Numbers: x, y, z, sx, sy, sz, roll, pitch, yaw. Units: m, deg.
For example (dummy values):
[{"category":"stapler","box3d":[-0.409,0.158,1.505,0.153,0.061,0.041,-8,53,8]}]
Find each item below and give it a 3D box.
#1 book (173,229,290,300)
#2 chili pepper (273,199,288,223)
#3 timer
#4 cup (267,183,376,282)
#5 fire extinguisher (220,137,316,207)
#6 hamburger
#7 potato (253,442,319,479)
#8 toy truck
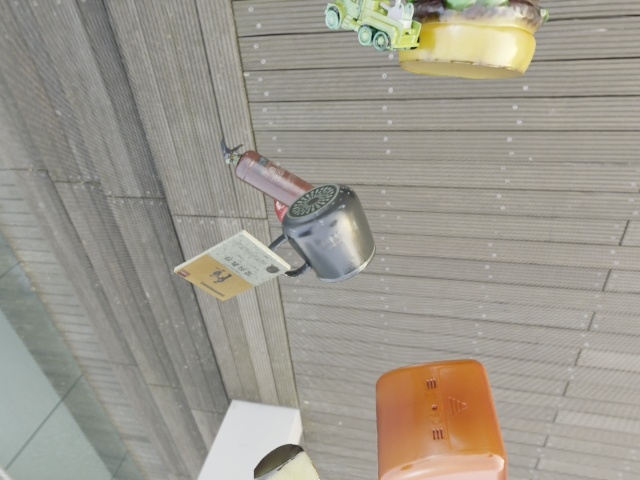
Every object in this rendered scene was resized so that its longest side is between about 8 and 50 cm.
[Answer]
[{"category":"book","box3d":[-0.154,0.049,0.736,0.172,0.012,0.118,-26,131,28]},{"category":"chili pepper","box3d":[-0.089,-0.105,1.458,0.135,0.338,0.131,-36,123,9]},{"category":"timer","box3d":[0.242,0.392,0.897,0.250,0.257,0.161,-8,130,13]},{"category":"cup","box3d":[0.000,0.000,0.878,0.223,0.169,0.176,-35,120,-7]},{"category":"fire extinguisher","box3d":[-0.171,-0.212,1.325,0.344,0.138,0.102,30,129,-7]},{"category":"hamburger","box3d":[0.415,-0.609,1.166,0.396,0.395,0.277,7,107,9]},{"category":"potato","box3d":[-0.047,0.404,0.706,0.096,0.066,0.103,-26,90,-5]},{"category":"toy truck","box3d":[0.140,-0.585,1.091,0.260,0.128,0.135,38,135,33]}]
